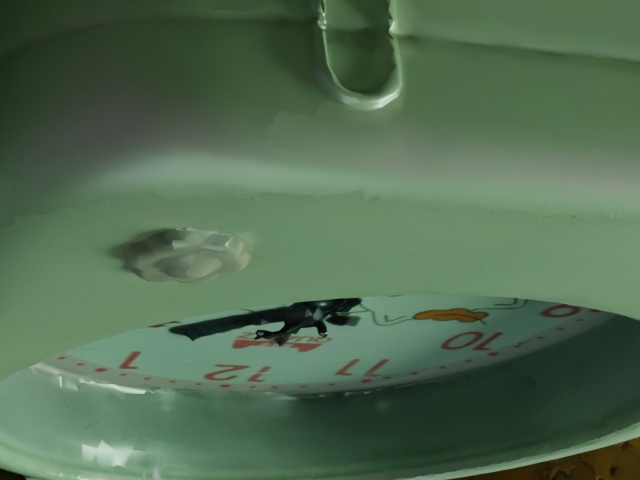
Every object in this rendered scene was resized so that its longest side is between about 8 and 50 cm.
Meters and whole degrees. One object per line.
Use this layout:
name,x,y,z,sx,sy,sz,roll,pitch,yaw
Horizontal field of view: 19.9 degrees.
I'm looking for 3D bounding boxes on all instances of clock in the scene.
clock,0.000,0.000,0.539,0.265,0.109,0.324,3,159,-24

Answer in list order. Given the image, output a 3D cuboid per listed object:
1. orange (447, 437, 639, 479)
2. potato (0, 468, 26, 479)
orange,0.116,0.120,0.748,0.219,0.193,0.219,27,150,17
potato,-0.237,0.176,0.852,0.218,0.202,0.351,-8,176,-25
